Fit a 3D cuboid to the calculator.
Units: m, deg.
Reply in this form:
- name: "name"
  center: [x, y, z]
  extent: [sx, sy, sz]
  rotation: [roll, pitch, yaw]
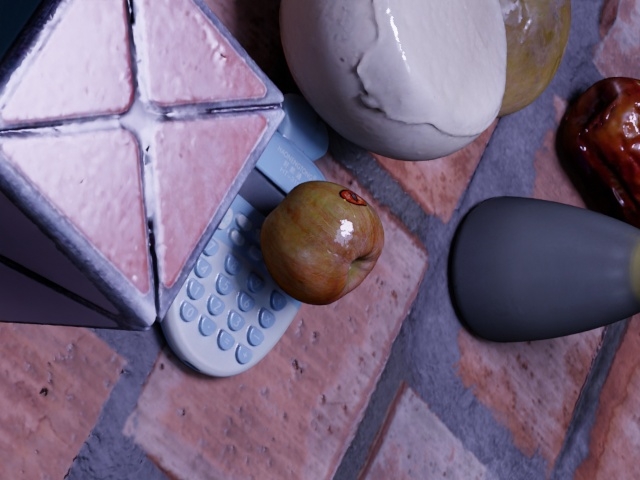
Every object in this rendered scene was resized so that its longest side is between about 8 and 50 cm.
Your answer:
- name: "calculator"
  center: [-0.069, -0.007, 1.843]
  extent: [0.188, 0.042, 0.303]
  rotation: [41, 62, -38]

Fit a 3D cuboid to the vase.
- name: "vase"
  center: [0.317, 0.034, 2.052]
  extent: [0.173, 0.321, 0.173]
  rotation: [-1, 91, -46]

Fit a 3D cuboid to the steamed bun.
- name: "steamed bun"
  center: [0.063, -0.214, 1.879]
  extent: [0.283, 0.177, 0.283]
  rotation: [24, 60, -51]

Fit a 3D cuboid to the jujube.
- name: "jujube"
  center: [0.434, -0.089, 2.274]
  extent: [0.290, 0.197, 0.197]
  rotation: [34, 65, -25]

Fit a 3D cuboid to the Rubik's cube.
- name: "Rubik's cube"
  center: [-0.231, -0.095, 1.517]
  extent: [0.255, 0.260, 0.259]
  rotation: [50, 54, -33]

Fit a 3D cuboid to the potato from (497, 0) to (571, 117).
- name: "potato"
  center: [0.202, -0.252, 2.087]
  extent: [0.299, 0.116, 0.239]
  rotation: [6, 90, -45]

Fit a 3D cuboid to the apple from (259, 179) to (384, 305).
- name: "apple"
  center: [-0.001, 0.002, 1.804]
  extent: [0.126, 0.102, 0.126]
  rotation: [-45, 160, -21]
